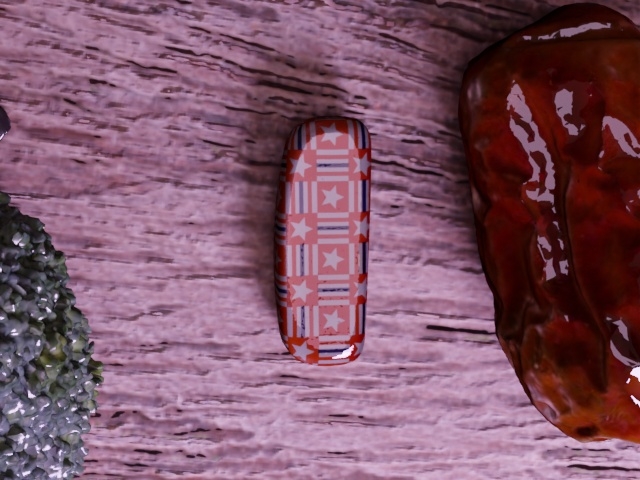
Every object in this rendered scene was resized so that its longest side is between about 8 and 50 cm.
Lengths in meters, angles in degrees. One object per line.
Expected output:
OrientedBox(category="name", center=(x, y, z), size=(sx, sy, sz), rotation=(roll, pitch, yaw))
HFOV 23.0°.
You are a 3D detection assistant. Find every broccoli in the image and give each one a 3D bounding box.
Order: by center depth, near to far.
OrientedBox(category="broccoli", center=(-0.302, 0.101, 1.027), size=(0.302, 0.249, 0.375), rotation=(-30, 149, 6))

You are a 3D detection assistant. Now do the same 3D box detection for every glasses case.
OrientedBox(category="glasses case", center=(0.000, 0.000, 1.212), size=(0.073, 0.049, 0.194), rotation=(0, 103, -11))

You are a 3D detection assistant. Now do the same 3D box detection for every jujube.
OrientedBox(category="jujube", center=(0.219, -0.009, 1.186), size=(0.216, 0.216, 0.342), rotation=(-20, 92, -7))

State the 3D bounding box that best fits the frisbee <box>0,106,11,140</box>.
OrientedBox(category="frisbee", center=(-0.260, 0.012, 1.179), size=(0.187, 0.012, 0.211), rotation=(35, 94, -18))
